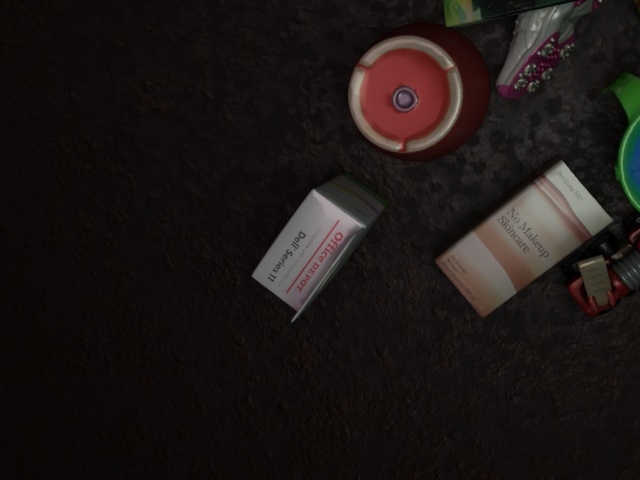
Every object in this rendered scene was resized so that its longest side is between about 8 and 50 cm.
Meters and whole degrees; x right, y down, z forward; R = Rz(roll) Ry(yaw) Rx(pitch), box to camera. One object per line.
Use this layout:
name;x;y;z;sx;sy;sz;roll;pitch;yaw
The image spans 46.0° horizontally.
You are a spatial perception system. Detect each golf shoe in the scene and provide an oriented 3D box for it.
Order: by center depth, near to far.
golf shoe;0.401;-0.403;1.365;0.140;0.115;0.306;46;115;30

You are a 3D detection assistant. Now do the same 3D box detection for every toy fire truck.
toy fire truck;0.536;0.043;1.335;0.217;0.246;0.158;-38;91;18

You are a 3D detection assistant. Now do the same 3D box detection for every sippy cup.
sippy cup;0.614;-0.148;1.290;0.240;0.224;0.306;-5;100;14

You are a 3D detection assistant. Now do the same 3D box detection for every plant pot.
plant pot;0.166;-0.263;1.364;0.274;0.243;0.275;3;103;13

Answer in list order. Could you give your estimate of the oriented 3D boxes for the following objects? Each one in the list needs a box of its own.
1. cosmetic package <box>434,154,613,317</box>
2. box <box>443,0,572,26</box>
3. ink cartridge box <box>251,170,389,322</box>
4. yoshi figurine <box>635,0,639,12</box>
cosmetic package;0.378;-0.009;1.424;0.296;0.129;0.153;-42;88;17
box;0.342;-0.507;1.282;0.322;0.058;0.232;2;102;49
ink cartridge box;0.000;0.000;1.399;0.119;0.353;0.207;37;107;4
yoshi figurine;0.653;-0.490;1.152;0.203;0.203;0.362;31;137;11
